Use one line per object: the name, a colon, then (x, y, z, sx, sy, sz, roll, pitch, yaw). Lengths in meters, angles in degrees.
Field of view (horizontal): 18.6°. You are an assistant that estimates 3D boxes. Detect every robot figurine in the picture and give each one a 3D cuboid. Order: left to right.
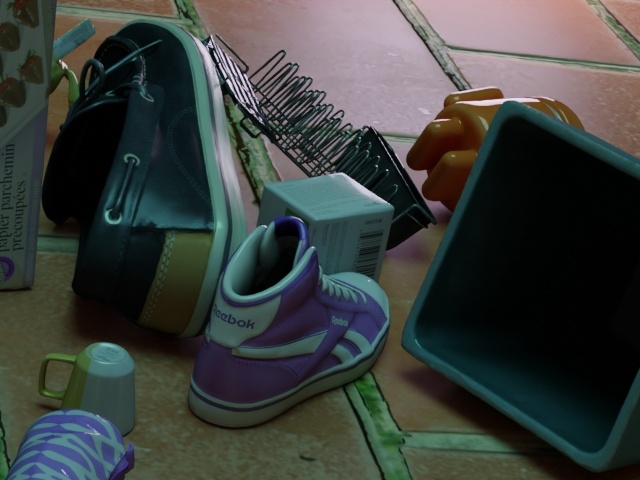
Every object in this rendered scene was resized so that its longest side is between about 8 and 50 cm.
robot figurine: (0.204, -0.092, 2.139, 0.219, 0.128, 0.158, -7, 19, -33)

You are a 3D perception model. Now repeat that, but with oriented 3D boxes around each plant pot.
plant pot: (0.276, 0.046, 1.752, 0.247, 0.248, 0.252, 32, 16, 38)

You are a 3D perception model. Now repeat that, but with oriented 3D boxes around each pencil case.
pencil case: (-0.189, 0.197, 1.388, 0.088, 0.086, 0.206, -1, 25, 3)

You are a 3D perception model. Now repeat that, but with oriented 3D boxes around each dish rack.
dish rack: (-0.009, -0.115, 2.012, 0.271, 0.074, 0.208, 43, 9, -28)

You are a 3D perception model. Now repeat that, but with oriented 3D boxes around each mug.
mug: (-0.185, 0.119, 1.586, 0.078, 0.064, 0.062, 0, 28, -23)

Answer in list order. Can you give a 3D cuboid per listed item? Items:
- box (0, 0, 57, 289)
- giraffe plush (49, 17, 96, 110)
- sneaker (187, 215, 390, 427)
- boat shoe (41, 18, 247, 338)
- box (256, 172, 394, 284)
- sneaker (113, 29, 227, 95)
box: (-0.281, -0.111, 1.723, 0.063, 0.324, 0.067, -6, 29, -28)
giraffe plush: (-0.368, -0.188, 2.079, 0.210, 0.181, 0.170, -23, 19, -36)
sneaker: (-0.006, 0.046, 1.710, 0.102, 0.161, 0.282, 20, 24, 21)
boat shoe: (-0.187, -0.083, 1.884, 0.156, 0.187, 0.500, 10, 29, -17)
box: (0.000, 0.000, 1.877, 0.102, 0.101, 0.087, -9, 31, -37)
sneaker: (-0.167, -0.221, 2.326, 0.170, 0.068, 0.071, 20, 20, 20)
